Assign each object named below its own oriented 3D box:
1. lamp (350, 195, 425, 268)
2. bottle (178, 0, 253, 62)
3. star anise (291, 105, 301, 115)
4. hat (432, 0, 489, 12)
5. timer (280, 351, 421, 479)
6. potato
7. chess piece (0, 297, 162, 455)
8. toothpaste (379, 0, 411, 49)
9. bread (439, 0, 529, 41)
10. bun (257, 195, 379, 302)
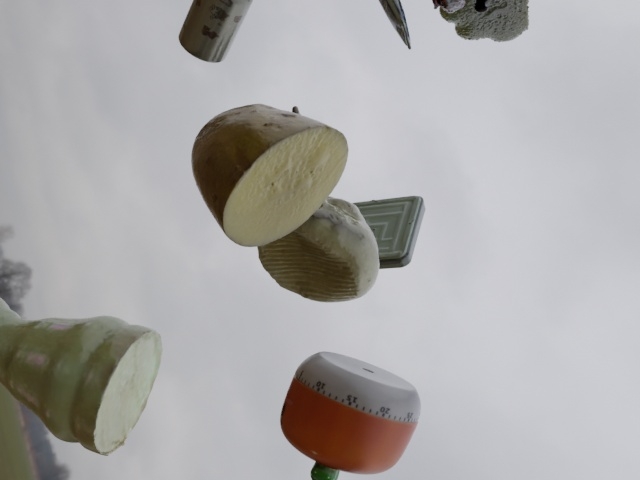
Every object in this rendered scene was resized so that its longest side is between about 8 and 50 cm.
[{"bbox_3d":[0.141,-0.018,1.994,0.269,0.266,0.047,-6,-50,25],"label":"lamp"},{"bbox_3d":[-0.198,-0.481,1.457,0.233,0.110,0.110,-56,-130,36],"label":"bottle"},{"bbox_3d":[-0.075,-0.186,1.759,0.292,0.109,0.350,23,-42,44],"label":"star anise"},{"bbox_3d":[0.310,-0.526,1.388,0.140,0.227,0.129,-77,148,-49],"label":"hat"},{"bbox_3d":[0.023,0.178,0.698,0.099,0.136,0.136,-80,161,-82],"label":"timer"},{"bbox_3d":[-0.090,-0.102,0.927,0.158,0.203,0.178,37,-28,25],"label":"potato"},{"bbox_3d":[-0.529,0.199,1.275,0.234,0.442,0.234,17,90,-82],"label":"chess piece"},{"bbox_3d":[0.123,-0.414,1.261,0.057,0.034,0.197,61,10,-55],"label":"toothpaste"},{"bbox_3d":[0.377,-0.549,1.668,0.286,0.207,0.056,53,31,-56],"label":"bread"},{"bbox_3d":[0.000,0.000,1.206,0.231,0.133,0.231,22,-35,17],"label":"bun"}]
